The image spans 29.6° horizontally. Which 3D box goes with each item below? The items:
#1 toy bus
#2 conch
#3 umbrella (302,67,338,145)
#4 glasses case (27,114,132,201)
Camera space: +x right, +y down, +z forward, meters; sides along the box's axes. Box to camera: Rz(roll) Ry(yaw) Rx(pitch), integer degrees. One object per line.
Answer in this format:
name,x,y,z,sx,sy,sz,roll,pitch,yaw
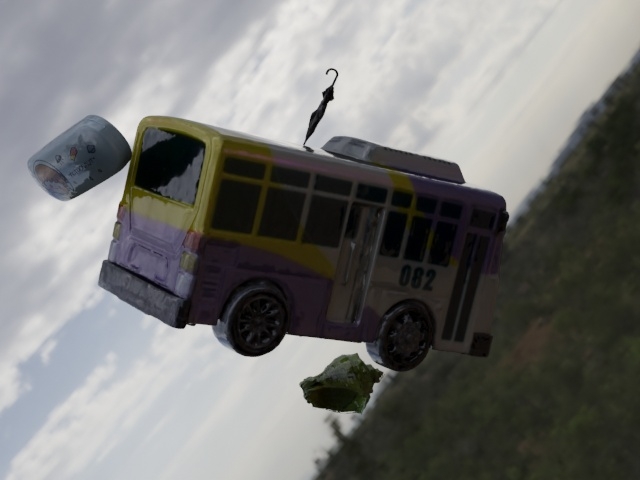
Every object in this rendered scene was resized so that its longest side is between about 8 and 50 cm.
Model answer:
toy bus,0.000,0.000,1.391,0.440,0.209,0.249,10,-85,-35
conch,0.033,0.206,1.706,0.121,0.089,0.074,-15,2,1
umbrella,0.001,-0.169,1.562,0.013,0.022,0.122,-64,-4,-55
glasses case,-0.270,-0.090,1.348,0.178,0.067,0.045,-21,26,51
